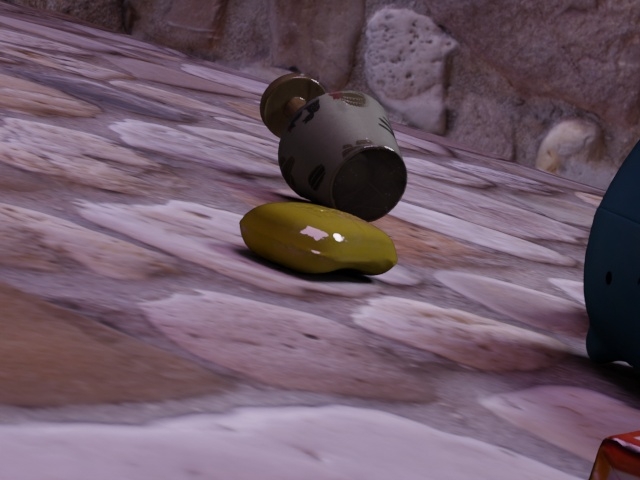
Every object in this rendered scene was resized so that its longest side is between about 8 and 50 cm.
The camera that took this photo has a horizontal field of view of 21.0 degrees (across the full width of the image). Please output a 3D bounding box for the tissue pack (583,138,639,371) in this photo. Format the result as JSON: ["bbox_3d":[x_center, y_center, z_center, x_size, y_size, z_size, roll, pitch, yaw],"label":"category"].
[{"bbox_3d":[0.310,0.034,1.177,0.198,0.206,0.287,23,6,-25],"label":"tissue pack"}]

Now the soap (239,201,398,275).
[{"bbox_3d":[0.000,-0.001,1.292,0.089,0.045,0.140,25,11,29],"label":"soap"}]

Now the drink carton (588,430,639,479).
[{"bbox_3d":[0.155,0.115,0.607,0.071,0.096,0.223,21,9,28],"label":"drink carton"}]

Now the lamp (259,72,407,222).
[{"bbox_3d":[0.009,-0.100,1.712,0.121,0.121,0.215,13,20,-26],"label":"lamp"}]
